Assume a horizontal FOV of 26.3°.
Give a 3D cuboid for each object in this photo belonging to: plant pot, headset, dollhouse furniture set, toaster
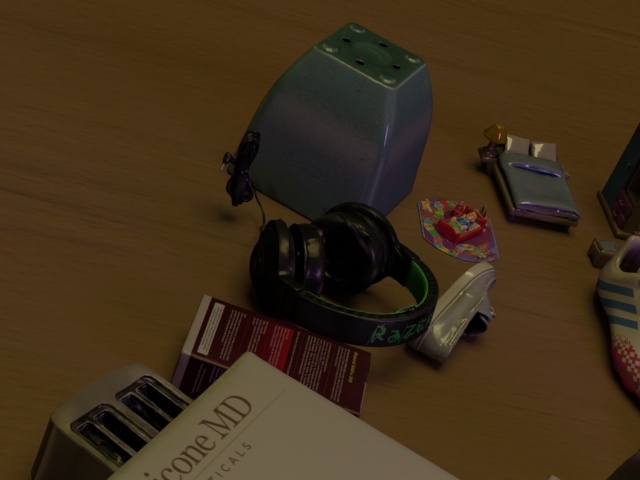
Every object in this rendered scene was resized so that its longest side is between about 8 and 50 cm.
[{"bbox_3d":[0.043,-0.196,2.185,0.248,0.252,0.247,30,34,12],"label":"plant pot"},{"bbox_3d":[0.000,0.000,1.945,0.243,0.185,0.394,-14,38,-42],"label":"headset"},{"bbox_3d":[0.449,-0.112,2.345,0.303,0.198,0.286,11,35,-15],"label":"dollhouse furniture set"},{"bbox_3d":[-0.218,0.241,1.553,0.186,0.110,0.168,34,35,19],"label":"toaster"}]

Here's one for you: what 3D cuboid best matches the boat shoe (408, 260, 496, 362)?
[{"bbox_3d":[0.210,0.111,2.016,0.081,0.079,0.227,38,42,12],"label":"boat shoe"}]

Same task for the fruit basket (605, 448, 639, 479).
[{"bbox_3d":[0.519,0.341,1.664,0.327,0.353,0.165,29,79,12],"label":"fruit basket"}]

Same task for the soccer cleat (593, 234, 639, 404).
[{"bbox_3d":[0.505,0.122,2.097,0.116,0.143,0.331,10,36,-17],"label":"soccer cleat"}]

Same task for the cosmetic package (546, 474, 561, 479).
[{"bbox_3d":[0.295,0.425,1.559,0.225,0.138,0.224,33,35,14],"label":"cosmetic package"}]

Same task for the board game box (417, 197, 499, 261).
[{"bbox_3d":[0.232,-0.031,2.257,0.133,0.033,0.168,14,34,-12],"label":"board game box"}]

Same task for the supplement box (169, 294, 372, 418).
[{"bbox_3d":[-0.062,0.169,1.775,0.239,0.073,0.130,20,34,-2],"label":"supplement box"}]

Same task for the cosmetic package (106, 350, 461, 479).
[{"bbox_3d":[-0.028,0.385,1.263,0.394,0.327,0.329,30,35,14],"label":"cosmetic package"}]
